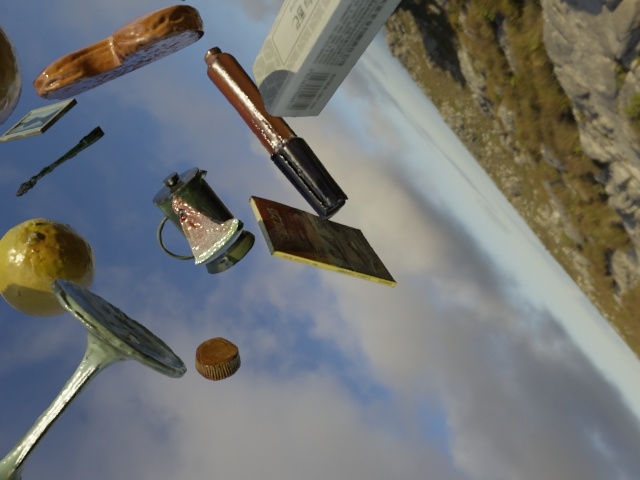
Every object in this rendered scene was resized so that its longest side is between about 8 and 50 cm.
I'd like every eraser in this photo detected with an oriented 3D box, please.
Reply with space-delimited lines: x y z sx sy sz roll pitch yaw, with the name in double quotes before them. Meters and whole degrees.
"eraser" 0.039 -0.319 0.615 0.098 0.404 0.097 -8 -115 -36

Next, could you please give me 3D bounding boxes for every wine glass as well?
"wine glass" -0.371 0.268 0.625 0.267 0.406 0.267 35 167 10

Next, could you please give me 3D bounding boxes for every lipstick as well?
"lipstick" -0.096 -0.220 1.010 0.418 0.077 0.077 52 -162 8

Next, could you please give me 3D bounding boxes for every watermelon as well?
"watermelon" -0.251 -0.015 1.079 0.158 0.121 0.098 21 -176 1

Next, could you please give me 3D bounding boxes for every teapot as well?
"teapot" -0.411 -0.059 1.662 0.337 0.270 0.200 55 172 -25

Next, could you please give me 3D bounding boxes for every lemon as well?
"lemon" -0.685 0.069 1.266 0.235 0.263 0.236 22 -129 -31

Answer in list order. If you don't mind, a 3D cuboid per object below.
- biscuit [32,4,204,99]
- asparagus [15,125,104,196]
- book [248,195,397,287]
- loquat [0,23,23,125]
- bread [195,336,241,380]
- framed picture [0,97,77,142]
"biscuit" -0.212 -0.196 0.527 0.186 0.192 0.036 -117 3 -69
"asparagus" -0.562 -0.168 1.088 0.022 0.232 0.023 51 176 15
"book" 0.005 0.003 1.333 0.373 0.028 0.263 17 -153 -31
"loquat" -0.712 -0.287 0.909 0.328 0.360 0.328 2 -153 -1
"bread" -0.190 0.222 0.934 0.085 0.084 0.053 -97 6 -61
"framed picture" -0.777 -0.328 1.390 0.015 0.203 0.150 61 -140 -38
